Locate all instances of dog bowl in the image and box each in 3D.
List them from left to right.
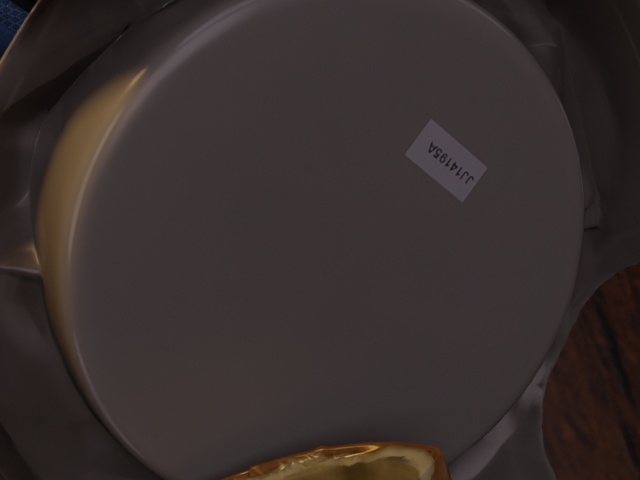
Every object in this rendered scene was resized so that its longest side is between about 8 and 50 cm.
[{"bbox_3d":[0.000,0.000,0.463,0.348,0.102,0.349,-7,109,-21],"label":"dog bowl"}]

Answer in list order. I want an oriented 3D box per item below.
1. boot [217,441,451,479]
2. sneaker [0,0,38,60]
[{"bbox_3d":[0.068,0.209,0.441,0.236,0.089,0.270,-19,112,-9],"label":"boot"},{"bbox_3d":[-0.195,-0.130,0.491,0.329,0.147,0.130,9,46,-14],"label":"sneaker"}]
